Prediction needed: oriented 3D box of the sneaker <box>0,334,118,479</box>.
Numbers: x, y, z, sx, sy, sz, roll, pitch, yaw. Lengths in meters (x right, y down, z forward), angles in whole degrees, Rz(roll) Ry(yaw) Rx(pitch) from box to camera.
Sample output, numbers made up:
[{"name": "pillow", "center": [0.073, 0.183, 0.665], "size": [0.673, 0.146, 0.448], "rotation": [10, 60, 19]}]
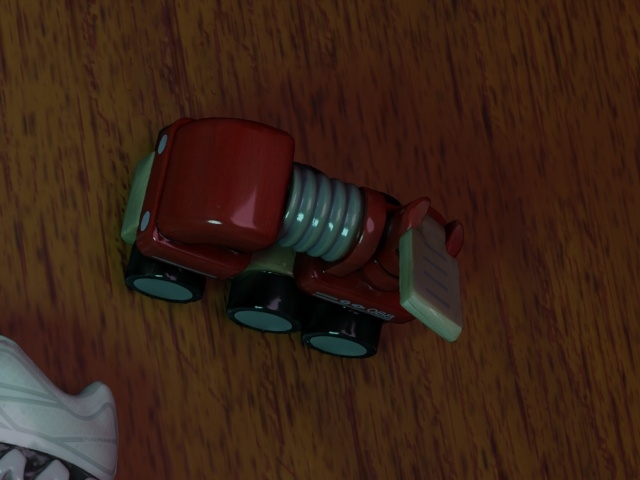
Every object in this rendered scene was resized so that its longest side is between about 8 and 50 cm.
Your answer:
[{"name": "sneaker", "center": [-0.258, 0.107, 1.278], "size": [0.292, 0.110, 0.118], "rotation": [25, 60, -28]}]

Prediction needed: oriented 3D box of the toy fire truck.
[{"name": "toy fire truck", "center": [0.000, 0.000, 1.343], "size": [0.217, 0.246, 0.158], "rotation": [20, 69, -21]}]
